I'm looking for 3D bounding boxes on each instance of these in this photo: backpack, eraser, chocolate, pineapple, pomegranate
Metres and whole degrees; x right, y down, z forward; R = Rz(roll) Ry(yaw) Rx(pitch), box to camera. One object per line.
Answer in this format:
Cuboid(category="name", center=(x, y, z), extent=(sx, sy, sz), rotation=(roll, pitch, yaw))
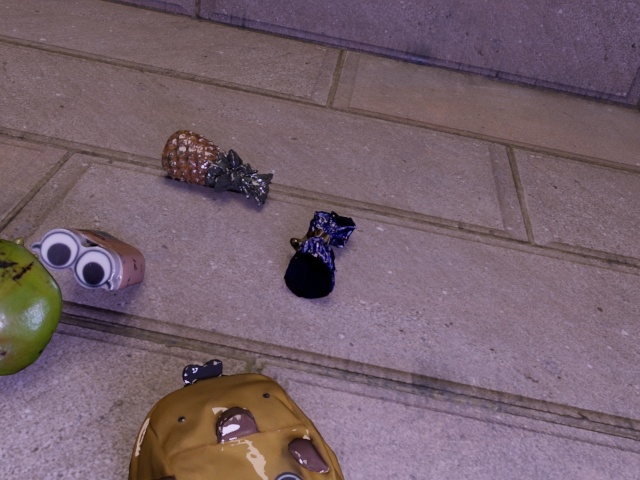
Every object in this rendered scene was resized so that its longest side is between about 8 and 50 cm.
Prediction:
Cuboid(category="backpack", center=(-0.134, 0.363, 1.075), extent=(0.354, 0.201, 0.378), rotation=(-7, 41, -33))
Cuboid(category="eraser", center=(-0.456, 0.033, 1.413), extent=(0.171, 0.087, 0.290), rotation=(27, -2, -3))
Cuboid(category="chocolate", center=(0.001, 0.000, 1.711), extent=(0.148, 0.126, 0.343), rotation=(6, 32, 10))
Cuboid(category="pineapple", center=(-0.282, -0.187, 1.901), extent=(0.310, 0.141, 0.170), rotation=(25, 31, 7))
Cuboid(category="pomegranate", center=(-0.608, 0.102, 1.287), extent=(0.261, 0.260, 0.340), rotation=(4, 32, -10))
